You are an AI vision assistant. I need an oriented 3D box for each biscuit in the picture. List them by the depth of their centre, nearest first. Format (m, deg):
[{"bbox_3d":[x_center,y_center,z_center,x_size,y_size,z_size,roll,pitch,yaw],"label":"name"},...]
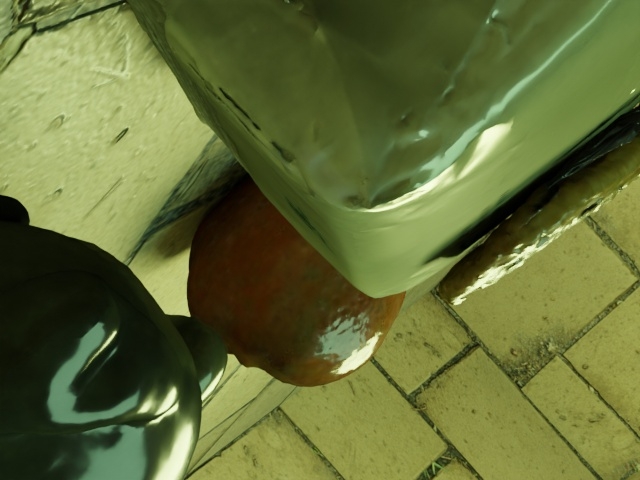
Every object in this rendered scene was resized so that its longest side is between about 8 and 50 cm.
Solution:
[{"bbox_3d":[0.150,-0.028,0.784,0.247,0.029,0.118,-32,171,-47],"label":"biscuit"}]

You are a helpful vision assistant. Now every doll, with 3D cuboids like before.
[{"bbox_3d":[-0.144,0.163,0.736,0.252,0.379,0.382,-25,166,-3],"label":"doll"}]

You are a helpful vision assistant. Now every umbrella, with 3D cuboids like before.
[{"bbox_3d":[0.154,-0.057,0.697,0.122,0.013,0.022,-37,159,-22],"label":"umbrella"}]

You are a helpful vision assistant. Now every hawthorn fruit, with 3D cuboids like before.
[{"bbox_3d":[0.000,0.000,1.173,0.251,0.199,0.199,-57,169,7],"label":"hawthorn fruit"}]

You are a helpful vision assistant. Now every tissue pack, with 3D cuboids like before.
[{"bbox_3d":[0.069,-0.139,0.658,0.297,0.207,0.380,-43,172,-1],"label":"tissue pack"}]
